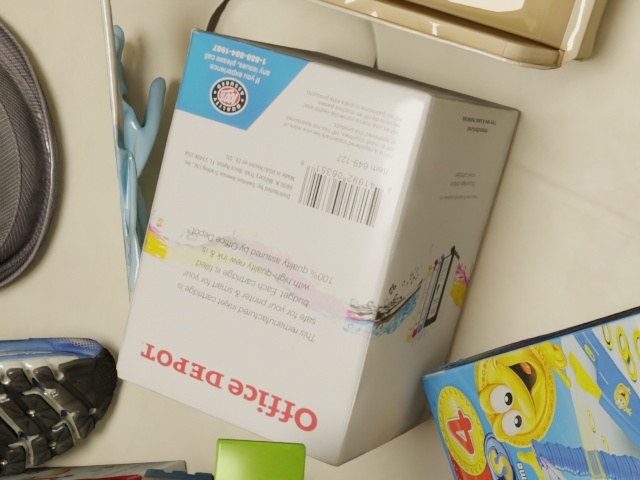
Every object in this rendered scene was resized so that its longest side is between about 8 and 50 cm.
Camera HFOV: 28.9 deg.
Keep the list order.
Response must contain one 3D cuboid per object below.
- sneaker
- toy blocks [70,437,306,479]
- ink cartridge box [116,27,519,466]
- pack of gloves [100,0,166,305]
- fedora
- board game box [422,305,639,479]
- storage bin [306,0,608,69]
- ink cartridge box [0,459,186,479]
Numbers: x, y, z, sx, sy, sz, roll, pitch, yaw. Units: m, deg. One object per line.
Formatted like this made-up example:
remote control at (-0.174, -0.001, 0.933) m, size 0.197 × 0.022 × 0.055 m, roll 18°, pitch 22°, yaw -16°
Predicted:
sneaker at (-0.326, 0.105, 1.009) m, size 0.330 × 0.147 × 0.130 m, roll -5°, pitch 134°, yaw 7°
toy blocks at (-0.072, 0.208, 0.770) m, size 0.381 × 0.261 × 0.191 m, roll 4°, pitch 86°, yaw -4°
ink cartridge box at (0.000, 0.000, 0.819) m, size 0.171 × 0.168 × 0.233 m, roll 20°, pitch 101°, yaw 24°
pack of gloves at (-0.126, -0.054, 0.899) m, size 0.046 × 0.195 × 0.232 m, roll -6°, pitch 91°, yaw -10°
fedora at (-0.345, -0.077, 1.020) m, size 0.244 × 0.124 × 0.275 m, roll -37°, pitch 76°, yaw 24°
board game box at (0.195, 0.189, 0.676) m, size 0.308 × 0.086 × 0.302 m, roll 72°, pitch 159°, yaw 7°
storage bin at (0.075, -0.266, 0.776) m, size 0.260 × 0.123 × 0.262 m, roll 21°, pitch 105°, yaw 19°
ink cartridge box at (-0.203, 0.246, 0.960) m, size 0.176 × 0.128 × 0.127 m, roll -9°, pitch 88°, yaw 27°
